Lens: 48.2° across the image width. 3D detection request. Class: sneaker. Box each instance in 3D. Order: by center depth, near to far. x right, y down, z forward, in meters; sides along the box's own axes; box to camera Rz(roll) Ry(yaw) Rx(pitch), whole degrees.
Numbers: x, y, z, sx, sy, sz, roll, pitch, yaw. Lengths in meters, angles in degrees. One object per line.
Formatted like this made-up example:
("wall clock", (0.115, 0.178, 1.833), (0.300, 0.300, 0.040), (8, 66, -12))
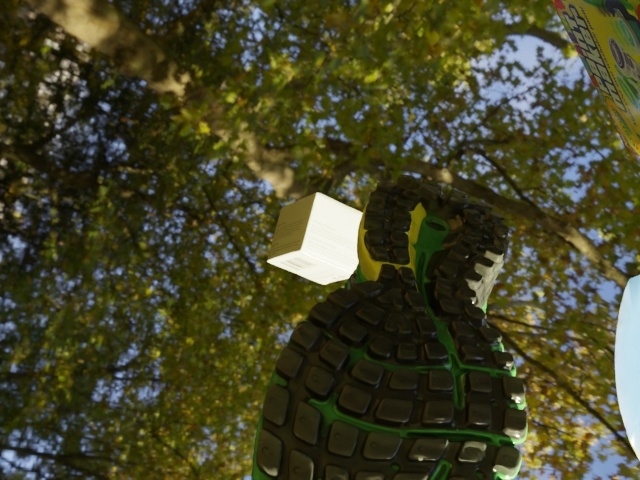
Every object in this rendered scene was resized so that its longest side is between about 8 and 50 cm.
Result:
("sneaker", (0.051, 0.096, 0.461), (0.343, 0.134, 0.146), (-58, 164, -56))

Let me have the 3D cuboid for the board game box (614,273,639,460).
("board game box", (0.233, 0.078, 0.481), (0.033, 0.168, 0.133), (-4, -82, 55))

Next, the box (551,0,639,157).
("box", (0.305, -0.171, 0.497), (0.177, 0.290, 0.279), (-35, -152, 10))

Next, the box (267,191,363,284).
("box", (0.000, 0.000, 0.973), (0.101, 0.102, 0.087), (-18, -126, 58))
